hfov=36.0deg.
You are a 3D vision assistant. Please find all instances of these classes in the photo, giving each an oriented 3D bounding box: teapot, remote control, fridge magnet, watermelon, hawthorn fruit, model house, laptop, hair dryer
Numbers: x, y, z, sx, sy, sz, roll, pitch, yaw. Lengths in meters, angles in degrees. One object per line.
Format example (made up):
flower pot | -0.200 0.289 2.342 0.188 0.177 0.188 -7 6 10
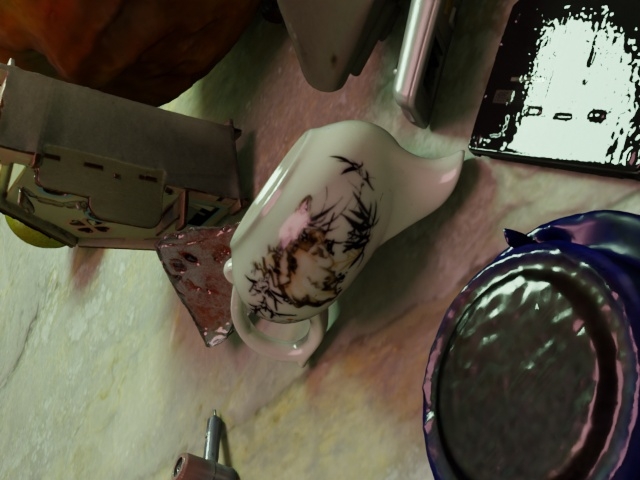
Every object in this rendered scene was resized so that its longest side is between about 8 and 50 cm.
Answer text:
teapot | 0.000 0.000 0.947 0.208 0.166 0.299 -87 20 -52
remote control | 0.111 -0.267 0.912 0.055 0.109 0.313 14 87 13
fridge magnet | 0.164 0.106 0.658 0.265 0.113 0.265 -27 55 47
watermelon | -0.122 0.022 1.138 0.187 0.139 0.071 -61 0 20
hawthorn fruit | -0.257 -0.389 1.263 0.472 0.472 0.471 -30 52 48
model house | -0.283 -0.072 1.240 0.244 0.326 0.169 -26 56 57
model house | 0.043 -0.287 0.991 0.188 0.122 0.229 -50 -12 -50
laptop | 0.206 -0.131 0.782 0.207 0.026 0.154 19 93 58
hair dryer | -0.128 0.233 1.109 0.037 0.063 0.114 -51 23 34

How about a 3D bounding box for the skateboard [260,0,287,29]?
skateboard | -0.026 -0.320 1.200 0.151 0.067 0.080 -29 43 53

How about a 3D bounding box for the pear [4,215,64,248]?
pear | -0.420 -0.073 1.613 0.216 0.166 0.180 2 63 35
